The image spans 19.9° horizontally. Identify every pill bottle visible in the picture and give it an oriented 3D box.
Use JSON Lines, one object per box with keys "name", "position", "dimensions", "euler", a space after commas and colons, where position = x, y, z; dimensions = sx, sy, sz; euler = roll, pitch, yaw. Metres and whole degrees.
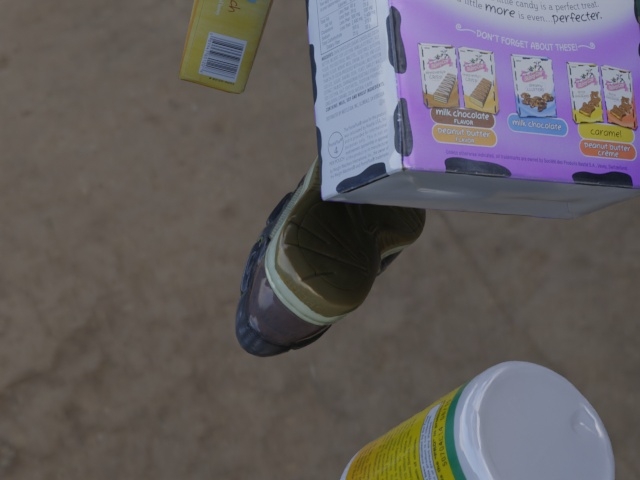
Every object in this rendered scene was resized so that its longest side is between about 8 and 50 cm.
{"name": "pill bottle", "position": [0.083, 0.168, 1.185], "dimensions": [0.118, 0.208, 0.117], "euler": [17, 56, -27]}

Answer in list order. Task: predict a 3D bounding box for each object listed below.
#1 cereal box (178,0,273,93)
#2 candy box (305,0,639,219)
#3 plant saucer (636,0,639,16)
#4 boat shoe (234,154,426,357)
{"name": "cereal box", "position": [-0.034, -0.230, 1.125], "dimensions": [0.047, 0.173, 0.240], "euler": [14, 43, -6]}
{"name": "candy box", "position": [0.077, -0.116, 0.912], "dimensions": [0.165, 0.070, 0.196], "euler": [4, 75, -35]}
{"name": "plant saucer", "position": [0.263, -0.207, 1.428], "dimensions": [0.119, 0.119, 0.021], "euler": [-8, 65, 3]}
{"name": "boat shoe", "position": [0.001, 0.001, 1.058], "dimensions": [0.073, 0.080, 0.223], "euler": [-39, 6, 24]}
